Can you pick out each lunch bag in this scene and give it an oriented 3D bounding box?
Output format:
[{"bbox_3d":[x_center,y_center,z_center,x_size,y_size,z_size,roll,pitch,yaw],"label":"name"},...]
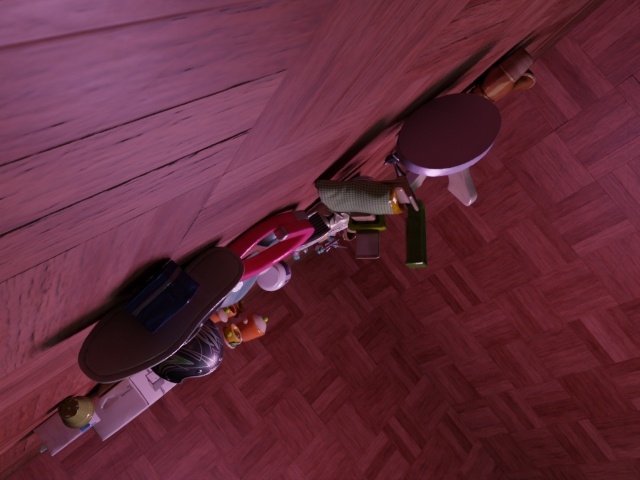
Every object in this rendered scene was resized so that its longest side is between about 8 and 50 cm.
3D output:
[{"bbox_3d":[-0.231,0.078,0.703,0.098,0.065,0.067,-40,-168,11],"label":"lunch bag"}]

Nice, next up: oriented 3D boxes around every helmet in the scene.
[{"bbox_3d":[-0.312,0.239,1.138,0.161,0.169,0.169,-30,-177,35],"label":"helmet"}]

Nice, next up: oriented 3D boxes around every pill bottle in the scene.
[{"bbox_3d":[-0.169,0.121,1.738,0.108,0.108,0.193,-39,177,3],"label":"pill bottle"}]

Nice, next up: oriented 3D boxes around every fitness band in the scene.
[{"bbox_3d":[-0.121,0.020,1.077,0.209,0.054,0.291,-41,171,21],"label":"fitness band"}]

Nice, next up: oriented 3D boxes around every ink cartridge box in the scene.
[{"bbox_3d":[-0.718,0.524,1.384,0.143,0.090,0.092,-37,177,-13],"label":"ink cartridge box"},{"bbox_3d":[-0.616,0.515,1.632,0.198,0.115,0.273,-38,177,4],"label":"ink cartridge box"}]

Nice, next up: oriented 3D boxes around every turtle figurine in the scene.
[{"bbox_3d":[0.000,0.000,1.905,0.234,0.118,0.175,-22,172,34],"label":"turtle figurine"}]

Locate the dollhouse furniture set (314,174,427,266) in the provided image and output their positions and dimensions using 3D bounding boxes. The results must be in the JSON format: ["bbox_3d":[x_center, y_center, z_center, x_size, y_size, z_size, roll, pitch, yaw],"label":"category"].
[{"bbox_3d":[0.120,-0.028,1.086,0.197,0.151,0.301,-1,171,18],"label":"dollhouse furniture set"}]

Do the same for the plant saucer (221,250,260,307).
[{"bbox_3d":[-0.213,0.116,1.335,0.195,0.037,0.195,-51,173,-8],"label":"plant saucer"}]

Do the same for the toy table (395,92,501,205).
[{"bbox_3d":[0.277,-0.208,1.136,0.274,0.252,0.161,-25,156,-16],"label":"toy table"}]

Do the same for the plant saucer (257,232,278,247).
[{"bbox_3d":[-0.105,-0.016,1.230,0.119,0.021,0.119,-39,177,-3],"label":"plant saucer"}]

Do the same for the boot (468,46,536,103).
[{"bbox_3d":[0.524,-0.444,1.467,0.220,0.109,0.283,-41,175,20],"label":"boot"}]

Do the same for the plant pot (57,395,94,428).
[{"bbox_3d":[-0.635,0.435,1.265,0.083,0.083,0.079,-37,164,-23],"label":"plant pot"}]

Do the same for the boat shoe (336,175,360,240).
[{"bbox_3d":[0.100,-0.088,1.510,0.122,0.120,0.324,-40,170,-14],"label":"boat shoe"}]

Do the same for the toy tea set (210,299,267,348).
[{"bbox_3d":[-0.297,0.279,1.799,0.124,0.200,0.336,-30,173,8],"label":"toy tea set"}]

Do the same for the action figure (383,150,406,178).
[{"bbox_3d":[0.300,-0.248,1.522,0.164,0.141,0.275,-27,-175,28],"label":"action figure"}]

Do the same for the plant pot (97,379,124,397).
[{"bbox_3d":[-0.603,0.406,1.557,0.236,0.032,0.236,-38,177,-2],"label":"plant pot"}]

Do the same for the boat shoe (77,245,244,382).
[{"bbox_3d":[-0.244,0.125,0.793,0.302,0.114,0.091,-35,170,-39],"label":"boat shoe"}]

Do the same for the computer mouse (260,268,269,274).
[{"bbox_3d":[-0.206,0.097,1.554,0.193,0.042,0.106,-36,175,-45],"label":"computer mouse"}]

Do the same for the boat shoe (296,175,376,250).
[{"bbox_3d":[0.027,-0.059,1.296,0.302,0.109,0.094,-37,-174,13],"label":"boat shoe"}]
